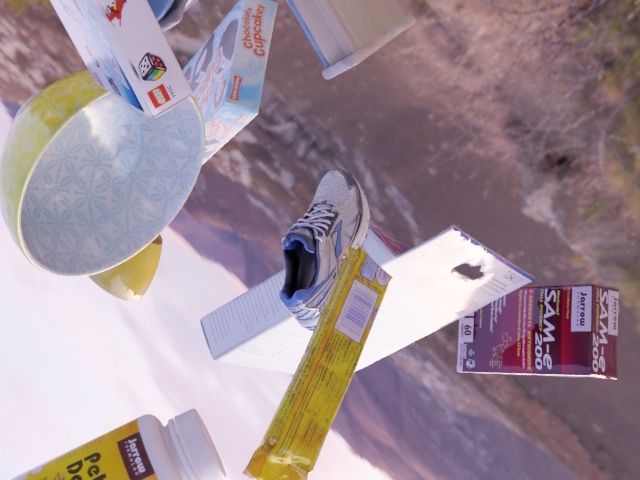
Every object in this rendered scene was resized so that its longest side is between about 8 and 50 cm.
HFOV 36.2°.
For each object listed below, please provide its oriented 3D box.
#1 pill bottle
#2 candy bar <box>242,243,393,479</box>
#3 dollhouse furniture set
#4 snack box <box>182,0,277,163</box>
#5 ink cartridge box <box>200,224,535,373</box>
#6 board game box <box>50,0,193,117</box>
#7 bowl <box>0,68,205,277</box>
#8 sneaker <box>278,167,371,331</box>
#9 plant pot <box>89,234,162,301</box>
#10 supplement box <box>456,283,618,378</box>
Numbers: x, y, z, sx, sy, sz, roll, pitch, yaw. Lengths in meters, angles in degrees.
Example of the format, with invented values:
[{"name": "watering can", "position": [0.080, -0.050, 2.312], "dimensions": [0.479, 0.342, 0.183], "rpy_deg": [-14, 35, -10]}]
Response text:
[{"name": "pill bottle", "position": [-0.213, 0.260, 1.029], "dimensions": [0.117, 0.215, 0.117], "rpy_deg": [63, 173, 14]}, {"name": "candy bar", "position": [0.004, 0.071, 0.569], "dimensions": [0.040, 0.162, 0.018], "rpy_deg": [35, 148, -18]}, {"name": "dollhouse furniture set", "position": [-0.060, -0.273, 1.127], "dimensions": [0.303, 0.286, 0.198], "rpy_deg": [-20, 106, 42]}, {"name": "snack box", "position": [-0.167, -0.240, 1.563], "dimensions": [0.060, 0.187, 0.322], "rpy_deg": [16, 160, -22]}, {"name": "ink cartridge box", "position": [0.070, 0.070, 1.224], "dimensions": [0.324, 0.330, 0.071], "rpy_deg": [25, -142, -60]}, {"name": "board game box", "position": [-0.237, -0.273, 0.921], "dimensions": [0.193, 0.053, 0.305], "rpy_deg": [33, 152, 56]}, {"name": "bowl", "position": [-0.305, -0.113, 1.255], "dimensions": [0.156, 0.289, 0.289], "rpy_deg": [39, 175, 28]}, {"name": "sneaker", "position": [0.000, 0.000, 0.771], "dimensions": [0.052, 0.135, 0.058], "rpy_deg": [-3, 155, 34]}, {"name": "plant pot", "position": [-0.305, 0.016, 1.544], "dimensions": [0.134, 0.095, 0.134], "rpy_deg": [39, -163, -14]}, {"name": "supplement box", "position": [0.314, 0.134, 1.434], "dimensions": [0.073, 0.130, 0.239], "rpy_deg": [11, 168, -41]}]
